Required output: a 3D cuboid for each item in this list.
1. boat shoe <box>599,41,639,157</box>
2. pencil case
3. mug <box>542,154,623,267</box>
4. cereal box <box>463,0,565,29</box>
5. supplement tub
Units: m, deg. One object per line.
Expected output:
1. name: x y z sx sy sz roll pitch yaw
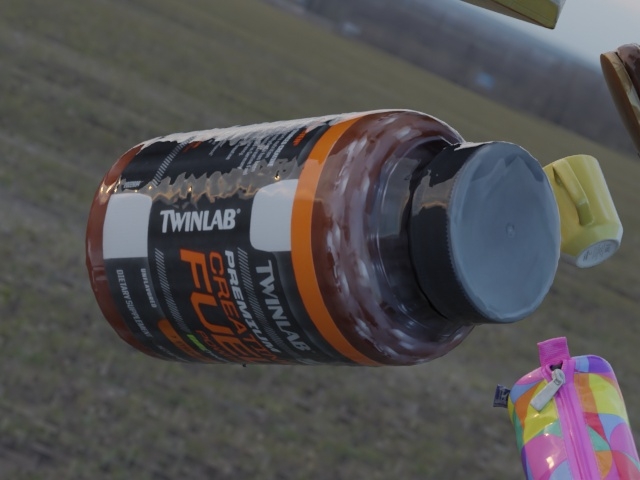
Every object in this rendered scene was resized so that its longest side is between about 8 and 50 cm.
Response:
1. boat shoe: 0.299 -0.082 1.484 0.207 0.073 0.073 61 4 -27
2. pencil case: 0.206 0.193 1.360 0.104 0.104 0.236 20 38 -28
3. mug: 0.174 -0.017 1.229 0.078 0.062 0.064 13 45 -48
4. cereal box: -0.016 -0.156 0.772 0.240 0.047 0.173 21 8 17
5. supplement tub: 0.000 0.000 0.735 0.198 0.106 0.106 -4 -14 44
